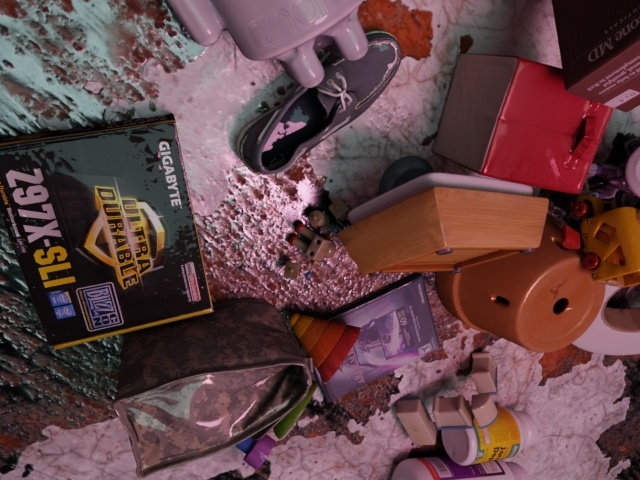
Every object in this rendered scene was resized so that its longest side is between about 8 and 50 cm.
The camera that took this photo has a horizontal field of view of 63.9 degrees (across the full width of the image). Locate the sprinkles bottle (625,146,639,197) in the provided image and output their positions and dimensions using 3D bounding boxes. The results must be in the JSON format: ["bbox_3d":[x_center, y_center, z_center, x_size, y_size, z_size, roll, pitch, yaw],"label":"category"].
[{"bbox_3d":[0.740,-0.104,1.036,0.355,0.121,0.121,11,108,-41],"label":"sprinkles bottle"}]

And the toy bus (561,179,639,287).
[{"bbox_3d":[0.523,-0.019,0.893,0.202,0.104,0.191,51,54,-6],"label":"toy bus"}]

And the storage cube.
[{"bbox_3d":[0.335,-0.203,0.869,0.193,0.215,0.184,8,109,-16],"label":"storage cube"}]

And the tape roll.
[{"bbox_3d":[0.715,0.113,1.124,0.392,0.072,0.392,0,132,0],"label":"tape roll"}]

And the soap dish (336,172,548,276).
[{"bbox_3d":[0.209,-0.016,0.862,0.290,0.229,0.118,0,74,-37],"label":"soap dish"}]

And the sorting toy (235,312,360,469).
[{"bbox_3d":[-0.074,0.274,0.985,0.126,0.127,0.365,36,106,2],"label":"sorting toy"}]

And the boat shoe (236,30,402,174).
[{"bbox_3d":[0.011,-0.211,0.808,0.319,0.099,0.116,-37,119,-2],"label":"boat shoe"}]

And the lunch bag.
[{"bbox_3d":[-0.168,0.216,0.846,0.287,0.235,0.169,-15,111,-13],"label":"lunch bag"}]

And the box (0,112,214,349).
[{"bbox_3d":[-0.320,-0.013,0.785,0.257,0.079,0.322,-11,115,-14],"label":"box"}]

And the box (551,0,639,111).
[{"bbox_3d":[0.440,-0.403,0.726,0.143,0.191,0.381,7,70,-22],"label":"box"}]

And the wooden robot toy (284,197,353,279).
[{"bbox_3d":[0.000,0.000,0.927,0.173,0.076,0.079,-59,153,10],"label":"wooden robot toy"}]

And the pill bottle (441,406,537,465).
[{"bbox_3d":[0.407,0.462,1.225,0.208,0.117,0.118,1,111,-23],"label":"pill bottle"}]

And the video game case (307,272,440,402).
[{"bbox_3d":[0.108,0.203,1.062,0.274,0.026,0.196,-24,118,-10],"label":"video game case"}]

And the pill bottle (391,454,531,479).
[{"bbox_3d":[0.342,0.609,1.229,0.323,0.181,0.182,6,110,-22],"label":"pill bottle"}]

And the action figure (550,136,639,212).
[{"bbox_3d":[0.608,-0.122,1.067,0.285,0.099,0.185,-7,105,-22],"label":"action figure"}]

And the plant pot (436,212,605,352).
[{"bbox_3d":[0.408,0.086,1.020,0.290,0.203,0.291,-8,115,-17],"label":"plant pot"}]

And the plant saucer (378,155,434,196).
[{"bbox_3d":[0.167,-0.097,0.958,0.119,0.021,0.119,-8,114,-18],"label":"plant saucer"}]

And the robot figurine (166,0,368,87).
[{"bbox_3d":[-0.066,-0.377,0.651,0.300,0.200,0.353,-34,119,-2],"label":"robot figurine"}]

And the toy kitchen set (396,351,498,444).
[{"bbox_3d":[0.302,0.361,1.180,0.207,0.166,0.122,-13,122,27],"label":"toy kitchen set"}]
